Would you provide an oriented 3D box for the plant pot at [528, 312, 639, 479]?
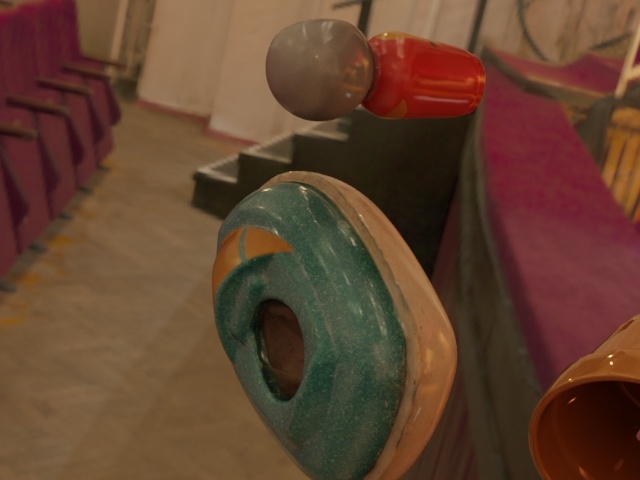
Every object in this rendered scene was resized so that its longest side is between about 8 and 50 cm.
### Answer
[{"bbox_3d":[0.438,0.224,1.396,0.291,0.291,0.203,20,42,22],"label":"plant pot"}]

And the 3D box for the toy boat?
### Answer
[{"bbox_3d":[0.000,0.000,0.760,0.148,0.318,0.267,1,30,-31],"label":"toy boat"}]
